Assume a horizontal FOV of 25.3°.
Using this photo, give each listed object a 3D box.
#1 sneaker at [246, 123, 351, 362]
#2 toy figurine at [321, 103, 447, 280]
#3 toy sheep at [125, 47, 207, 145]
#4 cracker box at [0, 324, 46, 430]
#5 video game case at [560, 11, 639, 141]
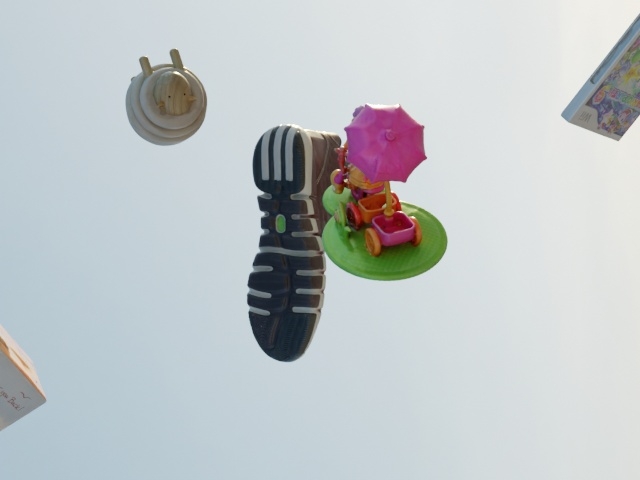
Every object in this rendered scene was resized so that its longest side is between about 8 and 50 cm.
[{"bbox_3d":[0.000,0.000,1.710,0.162,0.106,0.281,-10,-74,-53],"label":"sneaker"},{"bbox_3d":[0.058,-0.073,1.437,0.173,0.130,0.159,-123,24,-47],"label":"toy figurine"},{"bbox_3d":[-0.157,-0.138,1.444,0.132,0.091,0.091,132,141,-73],"label":"toy sheep"},{"bbox_3d":[-0.365,0.131,1.164,0.155,0.232,0.067,60,177,-41],"label":"cracker box"},{"bbox_3d":[0.231,-0.128,1.023,0.087,0.011,0.122,10,-58,-54],"label":"video game case"}]
